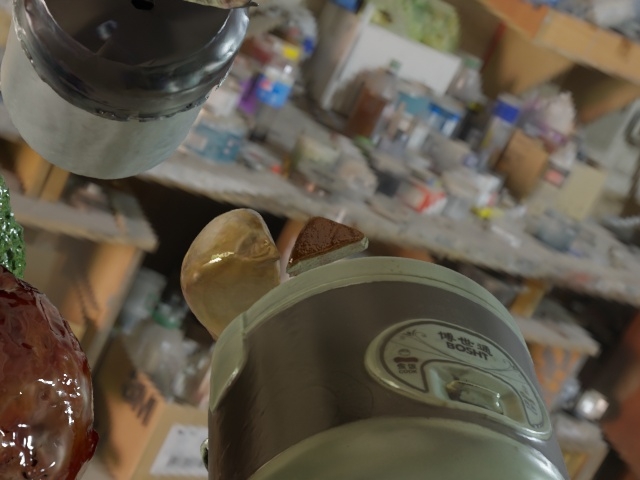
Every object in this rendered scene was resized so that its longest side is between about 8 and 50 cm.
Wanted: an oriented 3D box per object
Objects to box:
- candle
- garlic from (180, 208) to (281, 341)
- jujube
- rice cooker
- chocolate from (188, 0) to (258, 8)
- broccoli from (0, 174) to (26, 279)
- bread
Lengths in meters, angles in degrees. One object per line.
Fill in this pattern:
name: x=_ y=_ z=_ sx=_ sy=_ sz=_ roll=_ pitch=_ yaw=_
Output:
candle: x=-0.204 y=-0.189 z=1.352 sx=0.221 sy=0.221 sz=0.342 roll=24 pitch=-23 yaw=-8
garlic: x=-0.102 y=0.103 z=1.975 sx=0.151 sy=0.338 sz=0.196 roll=-35 pitch=44 yaw=-23
jujube: x=-0.256 y=0.099 z=0.812 sx=0.290 sy=0.197 sz=0.197 roll=-2 pitch=-5 yaw=42
rice cooker: x=0.052 y=0.175 z=1.035 sx=0.288 sy=0.288 sz=0.277 roll=22 pitch=29 yaw=-16
chocolate: x=-0.096 y=-0.294 z=1.046 sx=0.221 sy=0.147 sz=0.221 roll=27 pitch=-16 yaw=9
broccoli: x=-0.478 y=-0.006 z=1.493 sx=0.310 sy=0.413 sz=0.321 roll=38 pitch=57 yaw=12
bread: x=0.000 y=0.000 z=1.671 sx=0.043 sy=0.109 sz=0.062 roll=67 pitch=0 yaw=-62
